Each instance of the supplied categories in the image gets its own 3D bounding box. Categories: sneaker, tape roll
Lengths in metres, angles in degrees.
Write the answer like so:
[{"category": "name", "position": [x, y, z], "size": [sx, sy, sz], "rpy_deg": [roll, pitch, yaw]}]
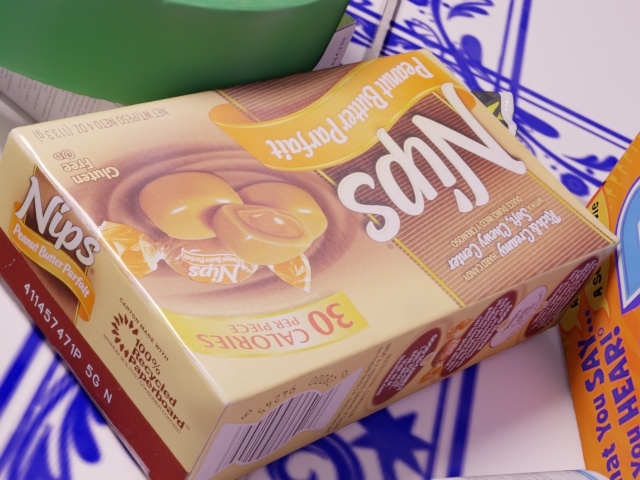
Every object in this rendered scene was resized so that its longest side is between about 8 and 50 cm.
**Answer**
[{"category": "sneaker", "position": [0.121, -0.081, 0.915], "size": [0.035, 0.031, 0.083], "rpy_deg": [10, 36, -3]}, {"category": "tape roll", "position": [-0.128, -0.211, 0.770], "size": [0.321, 0.077, 0.321], "rpy_deg": [17, 40, -15]}]

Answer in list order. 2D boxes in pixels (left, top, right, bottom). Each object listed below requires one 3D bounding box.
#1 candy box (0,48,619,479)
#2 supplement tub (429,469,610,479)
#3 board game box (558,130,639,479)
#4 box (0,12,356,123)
[{"category": "candy box", "position": [0.000, 0.000, 0.696], "size": [0.316, 0.088, 0.183], "rpy_deg": [-17, 58, -44]}, {"category": "supplement tub", "position": [0.093, 0.147, 0.607], "size": [0.107, 0.071, 0.071], "rpy_deg": [3, 45, -29]}, {"category": "board game box", "position": [0.378, 0.060, 0.652], "size": [0.356, 0.356, 0.356], "rpy_deg": [18, 40, -15]}, {"category": "box", "position": [-0.162, -0.184, 0.824], "size": [0.322, 0.058, 0.232], "rpy_deg": [39, 39, 11]}]
